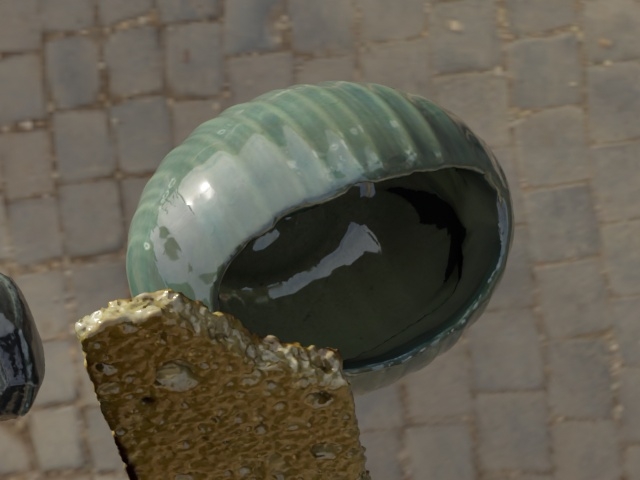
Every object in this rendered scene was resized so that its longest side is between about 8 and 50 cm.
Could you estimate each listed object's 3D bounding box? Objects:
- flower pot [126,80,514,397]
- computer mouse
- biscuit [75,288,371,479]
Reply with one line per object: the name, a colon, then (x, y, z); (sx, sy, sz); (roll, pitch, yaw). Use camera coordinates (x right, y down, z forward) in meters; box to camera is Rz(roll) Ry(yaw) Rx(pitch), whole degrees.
flower pot: (0.000, 0.000, 1.102); (0.157, 0.243, 0.189); (23, 123, 53)
computer mouse: (-0.242, 0.055, 1.238); (0.192, 0.062, 0.106); (28, 123, 38)
biscuit: (-0.045, 0.101, 0.990); (0.131, 0.237, 0.026); (-14, 46, -2)
